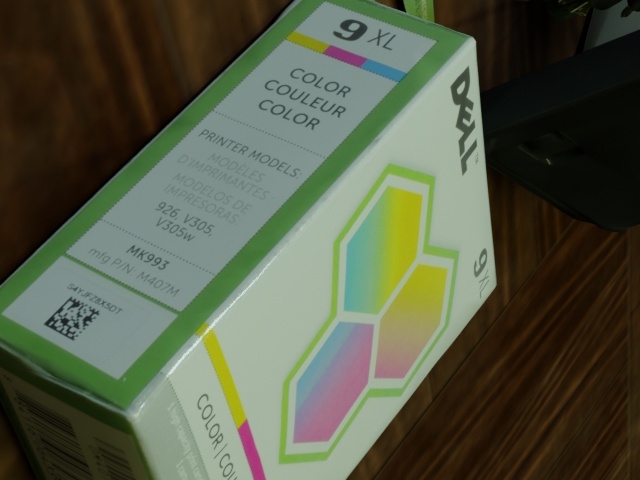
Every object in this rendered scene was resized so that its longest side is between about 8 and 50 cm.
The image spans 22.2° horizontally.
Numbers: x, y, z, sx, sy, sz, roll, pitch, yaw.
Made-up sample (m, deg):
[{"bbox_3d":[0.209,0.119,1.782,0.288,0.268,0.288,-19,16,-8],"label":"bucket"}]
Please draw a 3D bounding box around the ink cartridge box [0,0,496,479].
[{"bbox_3d":[0.000,0.000,0.483,0.209,0.062,0.109,-48,147,-29],"label":"ink cartridge box"}]

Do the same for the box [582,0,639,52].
[{"bbox_3d":[0.225,-0.113,0.743,0.275,0.094,0.113,-9,118,-57],"label":"box"}]

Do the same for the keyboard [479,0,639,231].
[{"bbox_3d":[0.182,-0.084,0.517,0.201,0.317,0.033,26,52,-49],"label":"keyboard"}]
